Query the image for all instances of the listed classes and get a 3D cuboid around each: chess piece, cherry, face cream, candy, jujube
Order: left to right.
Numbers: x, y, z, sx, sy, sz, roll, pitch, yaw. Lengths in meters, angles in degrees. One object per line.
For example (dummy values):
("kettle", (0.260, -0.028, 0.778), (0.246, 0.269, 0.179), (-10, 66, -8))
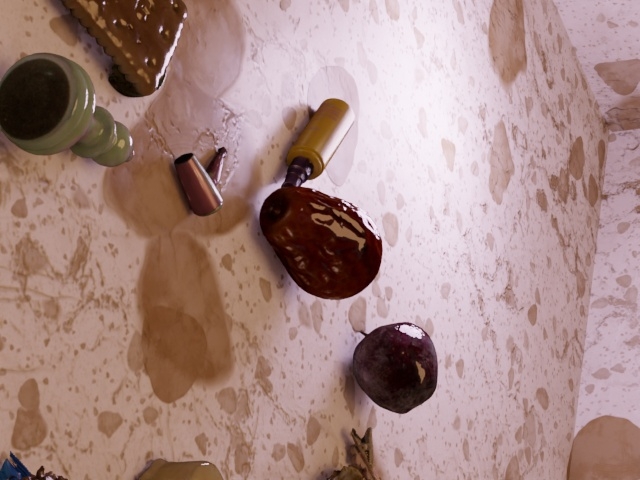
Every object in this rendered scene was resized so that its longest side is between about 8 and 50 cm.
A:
("candy", (-0.418, 0.352, 1.532), (0.088, 0.038, 0.136), (71, 37, -50))
("chess piece", (-0.339, -0.160, 1.684), (0.271, 0.139, 0.139), (37, 53, -68))
("face cream", (-0.013, -0.177, 2.290), (0.273, 0.078, 0.078), (-60, 136, -46))
("jujube", (0.000, 0.000, 2.192), (0.255, 0.190, 0.190), (34, 56, -39))
("cherry", (0.159, 0.263, 2.435), (0.195, 0.195, 0.195), (15, 73, -60))

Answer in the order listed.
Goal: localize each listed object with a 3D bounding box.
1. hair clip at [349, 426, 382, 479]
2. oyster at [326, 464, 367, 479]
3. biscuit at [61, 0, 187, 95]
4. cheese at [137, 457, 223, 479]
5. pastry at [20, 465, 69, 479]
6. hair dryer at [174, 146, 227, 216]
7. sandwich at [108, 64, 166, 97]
("hair clip", (0.097, 0.467, 2.426), (0.062, 0.056, 0.214), (-81, 161, -55))
("oyster", (0.049, 0.547, 2.297), (0.396, 0.111, 0.204), (45, 31, -49))
("biscuit", (-0.318, -0.395, 1.781), (0.325, 0.044, 0.217), (52, 42, -38))
("cheese", (-0.228, 0.503, 1.776), (0.384, 0.104, 0.384), (16, 72, -59))
("pastry", (-0.339, 0.430, 1.471), (0.275, 0.193, 0.275), (-29, 127, -49))
("hair dryer", (-0.193, -0.118, 2.005), (0.154, 0.054, 0.106), (-63, 135, -59))
("sandwich", (-0.284, -0.262, 1.865), (0.135, 0.029, 0.067), (-34, 116, -55))
